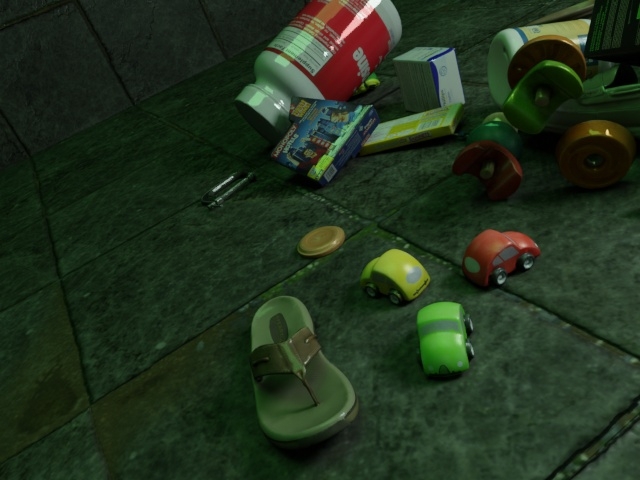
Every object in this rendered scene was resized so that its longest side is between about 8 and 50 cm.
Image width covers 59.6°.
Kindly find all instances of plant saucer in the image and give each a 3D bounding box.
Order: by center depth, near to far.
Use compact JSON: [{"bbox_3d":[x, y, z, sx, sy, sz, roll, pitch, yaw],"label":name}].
[{"bbox_3d":[0.000,0.000,0.929,0.084,0.013,0.083,-17,30,10],"label":"plant saucer"},{"bbox_3d":[0.617,-0.530,1.295,0.278,0.041,0.278,-21,16,6],"label":"plant saucer"}]

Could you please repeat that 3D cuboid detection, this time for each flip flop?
[{"bbox_3d":[-0.039,0.135,0.663,0.112,0.080,0.277,-24,29,-2],"label":"flip flop"}]

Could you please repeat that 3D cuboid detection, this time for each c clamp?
[{"bbox_3d":[-0.204,-0.116,1.264,0.137,0.022,0.160,4,40,47],"label":"c clamp"}]

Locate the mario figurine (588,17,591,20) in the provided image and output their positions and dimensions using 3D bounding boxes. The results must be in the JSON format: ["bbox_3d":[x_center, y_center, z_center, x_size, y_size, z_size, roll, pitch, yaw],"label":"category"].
[{"bbox_3d":[0.652,-0.381,1.037,0.198,0.170,0.320,-63,22,2],"label":"mario figurine"}]

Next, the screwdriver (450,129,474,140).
[{"bbox_3d":[0.259,-0.208,1.082,0.024,0.025,0.170,-34,32,-19],"label":"screwdriver"}]

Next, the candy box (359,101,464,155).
[{"bbox_3d":[0.184,-0.227,1.147,0.206,0.027,0.105,-8,30,35],"label":"candy box"}]

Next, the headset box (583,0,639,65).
[{"bbox_3d":[0.551,-0.305,0.762,0.247,0.131,0.283,5,12,-11],"label":"headset box"}]

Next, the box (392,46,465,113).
[{"bbox_3d":[0.238,-0.350,1.228,0.072,0.126,0.137,-30,30,-16],"label":"box"}]

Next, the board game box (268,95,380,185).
[{"bbox_3d":[-0.010,-0.222,1.176,0.194,0.060,0.194,30,80,34],"label":"board game box"}]

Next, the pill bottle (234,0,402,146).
[{"bbox_3d":[-0.011,-0.425,1.355,0.407,0.229,0.229,-49,34,-7],"label":"pill bottle"}]

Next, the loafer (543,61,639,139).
[{"bbox_3d":[0.442,-0.210,0.844,0.112,0.111,0.320,-8,17,-43],"label":"loafer"}]

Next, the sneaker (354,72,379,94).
[{"bbox_3d":[0.087,-0.487,1.560,0.110,0.123,0.295,-21,32,5],"label":"sneaker"}]

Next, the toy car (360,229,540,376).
[{"bbox_3d":[0.148,0.065,0.675,0.239,0.053,0.225,-12,31,19],"label":"toy car"}]

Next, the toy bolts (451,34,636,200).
[{"bbox_3d":[0.327,-0.168,0.833,0.228,0.218,0.158,-43,14,46],"label":"toy bolts"}]

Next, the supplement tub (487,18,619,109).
[{"bbox_3d":[0.417,-0.314,1.001,0.200,0.144,0.144,-8,30,-1],"label":"supplement tub"}]
